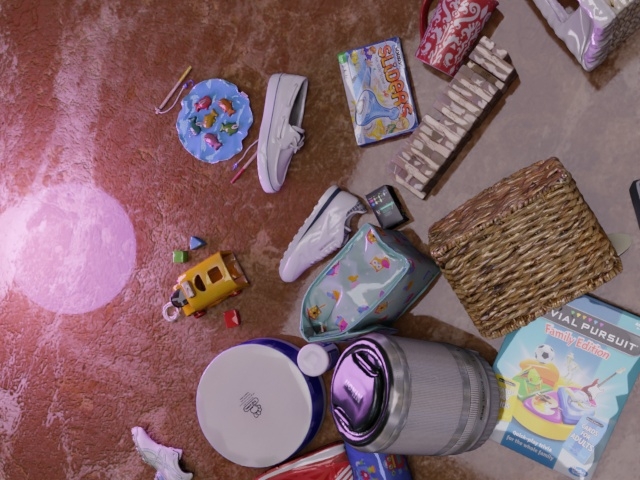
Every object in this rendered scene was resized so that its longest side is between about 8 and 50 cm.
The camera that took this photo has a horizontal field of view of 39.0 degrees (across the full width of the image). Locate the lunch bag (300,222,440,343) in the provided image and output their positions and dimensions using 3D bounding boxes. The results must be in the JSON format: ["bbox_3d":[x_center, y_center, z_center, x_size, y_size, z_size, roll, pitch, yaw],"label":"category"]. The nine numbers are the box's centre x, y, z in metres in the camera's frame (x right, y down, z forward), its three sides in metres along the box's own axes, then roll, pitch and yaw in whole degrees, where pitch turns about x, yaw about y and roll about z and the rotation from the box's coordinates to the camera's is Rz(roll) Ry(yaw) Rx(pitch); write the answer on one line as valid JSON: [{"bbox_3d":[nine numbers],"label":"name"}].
[{"bbox_3d":[0.090,0.110,1.797,0.160,0.223,0.262,42,101,20],"label":"lunch bag"}]

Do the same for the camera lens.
[{"bbox_3d":[0.173,0.296,1.714,0.219,0.274,0.219,-25,60,53],"label":"camera lens"}]

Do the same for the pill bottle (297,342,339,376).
[{"bbox_3d":[0.000,0.242,1.875,0.067,0.120,0.067,0,89,17],"label":"pill bottle"}]

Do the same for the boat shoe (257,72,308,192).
[{"bbox_3d":[-0.075,-0.228,1.916,0.084,0.095,0.258,6,92,21],"label":"boat shoe"}]

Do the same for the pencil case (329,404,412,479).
[{"bbox_3d":[0.111,0.451,1.844,0.133,0.119,0.306,-22,83,46],"label":"pencil case"}]

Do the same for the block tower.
[{"bbox_3d":[0.266,-0.241,1.815,0.091,0.097,0.335,38,101,14],"label":"block tower"}]

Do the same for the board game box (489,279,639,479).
[{"bbox_3d":[0.468,0.264,1.758,0.254,0.079,0.336,23,96,15],"label":"board game box"}]

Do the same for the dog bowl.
[{"bbox_3d":[-0.126,0.343,1.921,0.265,0.104,0.265,0,90,17],"label":"dog bowl"}]

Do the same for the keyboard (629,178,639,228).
[{"bbox_3d":[0.726,0.013,1.710,0.202,0.033,0.317,-17,86,16],"label":"keyboard"}]

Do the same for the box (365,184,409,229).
[{"bbox_3d":[0.138,-0.068,1.867,0.052,0.062,0.083,-30,81,15],"label":"box"}]

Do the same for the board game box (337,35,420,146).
[{"bbox_3d":[0.123,-0.310,1.888,0.136,0.035,0.201,-14,86,16],"label":"board game box"}]

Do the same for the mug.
[{"bbox_3d":[0.264,-0.429,1.828,0.113,0.150,0.169,22,102,-21],"label":"mug"}]

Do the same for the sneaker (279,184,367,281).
[{"bbox_3d":[0.000,0.000,1.900,0.095,0.090,0.235,35,101,4],"label":"sneaker"}]

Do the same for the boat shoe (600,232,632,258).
[{"bbox_3d":[0.544,0.028,1.759,0.133,0.042,0.049,-32,61,14],"label":"boat shoe"}]

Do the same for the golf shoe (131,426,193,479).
[{"bbox_3d":[-0.352,0.480,2.019,0.086,0.069,0.176,-34,83,-7],"label":"golf shoe"}]

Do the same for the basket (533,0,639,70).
[{"bbox_3d":[0.503,-0.537,1.634,0.266,0.331,0.328,-36,80,8],"label":"basket"}]

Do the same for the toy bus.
[{"bbox_3d":[-0.262,0.102,1.963,0.191,0.104,0.202,15,93,16],"label":"toy bus"}]

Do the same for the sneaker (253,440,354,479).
[{"bbox_3d":[-0.029,0.518,1.902,0.221,0.087,0.128,-25,81,16],"label":"sneaker"}]

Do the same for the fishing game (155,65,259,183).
[{"bbox_3d":[-0.237,-0.265,1.994,0.264,0.041,0.189,46,104,12],"label":"fishing game"}]

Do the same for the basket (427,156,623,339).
[{"bbox_3d":[0.382,0.011,1.732,0.299,0.213,0.223,-32,103,13],"label":"basket"}]
